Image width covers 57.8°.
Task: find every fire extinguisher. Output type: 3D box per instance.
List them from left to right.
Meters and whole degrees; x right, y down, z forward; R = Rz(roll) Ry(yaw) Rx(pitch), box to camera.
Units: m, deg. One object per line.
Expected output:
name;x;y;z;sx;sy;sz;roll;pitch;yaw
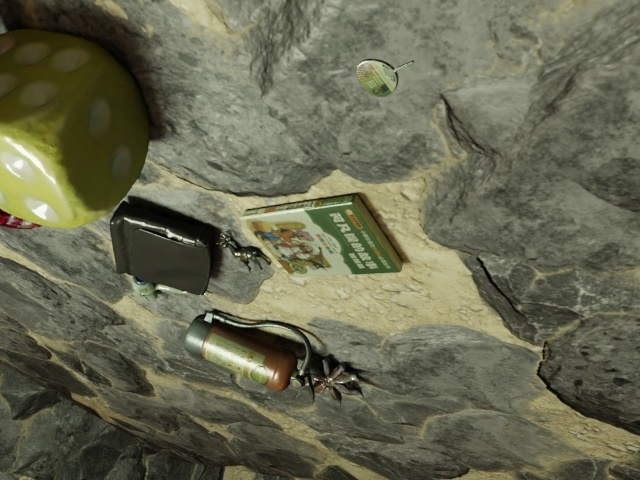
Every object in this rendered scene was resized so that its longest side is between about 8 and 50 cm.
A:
fire extinguisher;-0.171;0.292;1.525;0.376;0.113;0.200;22;136;11

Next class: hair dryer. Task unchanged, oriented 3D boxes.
hair dryer;-0.394;0.131;1.518;0.199;0.067;0.167;14;159;-16

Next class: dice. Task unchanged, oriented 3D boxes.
dice;-0.435;-0.175;0.924;0.238;0.227;0.233;13;144;14

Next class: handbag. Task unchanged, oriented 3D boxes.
handbag;-0.347;0.020;1.294;0.223;0.080;0.247;16;145;-4

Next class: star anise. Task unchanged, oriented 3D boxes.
star anise;0.027;0.380;1.595;0.204;0.061;0.181;17;126;8

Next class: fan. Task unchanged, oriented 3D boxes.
fan;0.086;-0.215;0.773;0.080;0.003;0.060;8;145;20

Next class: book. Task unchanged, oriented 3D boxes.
book;0.000;0.000;1.108;0.264;0.027;0.202;-5;138;35

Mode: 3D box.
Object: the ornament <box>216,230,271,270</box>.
ornament;-0.167;0.021;1.234;0.073;0.028;0.125;-4;141;34

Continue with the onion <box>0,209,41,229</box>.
onion;-0.623;-0.095;1.150;0.195;0.218;0.140;41;122;-19
